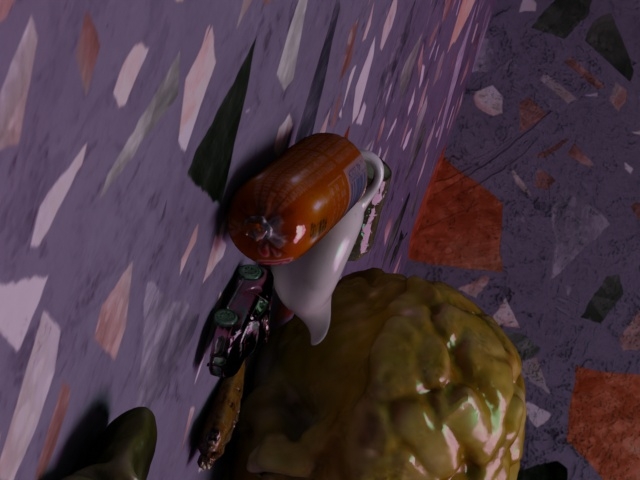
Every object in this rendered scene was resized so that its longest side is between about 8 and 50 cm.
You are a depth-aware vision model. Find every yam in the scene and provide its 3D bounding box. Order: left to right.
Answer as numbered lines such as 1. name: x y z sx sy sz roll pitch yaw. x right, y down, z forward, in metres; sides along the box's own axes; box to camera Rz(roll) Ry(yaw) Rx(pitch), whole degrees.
1. yam: 0.050 -0.043 2.359 0.070 0.069 0.146 -40 146 -77

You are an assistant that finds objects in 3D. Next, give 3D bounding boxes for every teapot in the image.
1. teapot: 0.000 0.000 1.932 0.145 0.092 0.226 -85 -162 -71

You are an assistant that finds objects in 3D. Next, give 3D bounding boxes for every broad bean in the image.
1. broad bean: -0.165 0.210 1.332 0.207 0.072 0.153 -52 165 -72

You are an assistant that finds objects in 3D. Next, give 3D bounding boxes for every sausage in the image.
1. sausage: -0.025 -0.037 1.714 0.312 0.093 0.093 -48 155 -73

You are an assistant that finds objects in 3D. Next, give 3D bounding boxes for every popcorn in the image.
1. popcorn: 0.083 0.229 2.116 0.390 0.354 0.344 -26 -162 28

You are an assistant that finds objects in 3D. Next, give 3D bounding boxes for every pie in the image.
1. pie: -0.105 0.188 1.897 0.170 0.034 0.092 -72 174 -60

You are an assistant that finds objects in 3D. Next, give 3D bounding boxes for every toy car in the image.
1. toy car: -0.076 0.082 1.764 0.142 0.055 0.069 -64 166 -55
